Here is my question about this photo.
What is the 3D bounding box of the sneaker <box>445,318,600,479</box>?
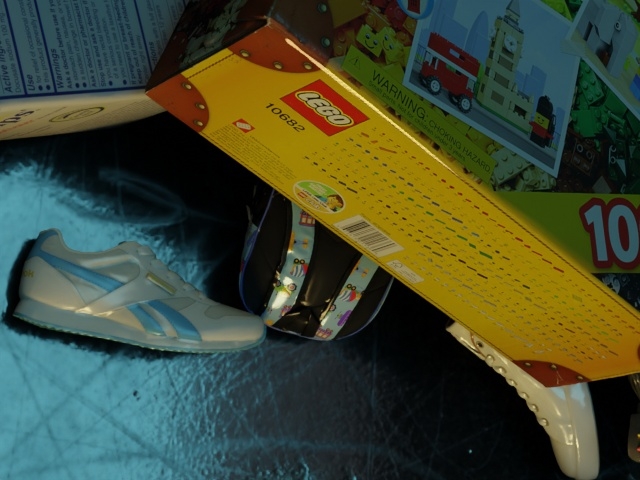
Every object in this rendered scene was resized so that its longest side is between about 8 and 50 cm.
[{"bbox_3d":[0.197,0.111,1.539,0.123,0.106,0.290,-17,94,3],"label":"sneaker"}]

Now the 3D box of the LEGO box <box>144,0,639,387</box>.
[{"bbox_3d":[0.149,-0.158,1.343,0.500,0.193,0.373,35,60,-25],"label":"LEGO box"}]

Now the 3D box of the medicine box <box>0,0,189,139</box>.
[{"bbox_3d":[-0.252,-0.227,1.295,0.289,0.149,0.264,-12,88,-50],"label":"medicine box"}]

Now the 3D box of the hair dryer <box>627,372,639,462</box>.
[{"bbox_3d":[0.305,0.104,1.560,0.080,0.223,0.294,-9,74,13],"label":"hair dryer"}]

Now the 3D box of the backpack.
[{"bbox_3d":[0.000,0.000,1.447,0.158,0.117,0.173,16,110,-18],"label":"backpack"}]

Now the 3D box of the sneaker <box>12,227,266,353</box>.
[{"bbox_3d":[-0.156,0.051,1.383,0.228,0.087,0.092,12,84,-14],"label":"sneaker"}]
